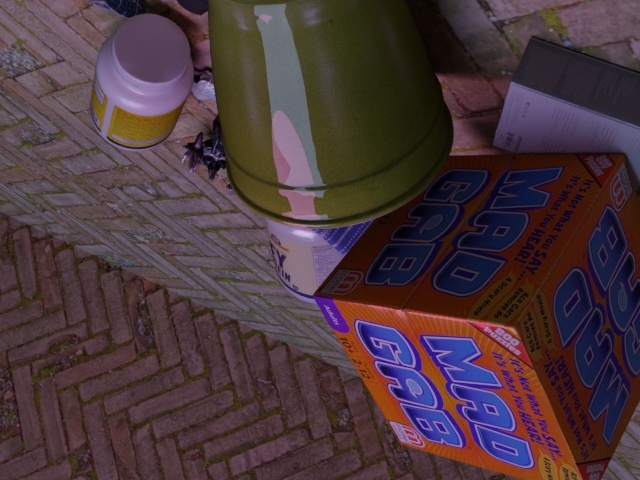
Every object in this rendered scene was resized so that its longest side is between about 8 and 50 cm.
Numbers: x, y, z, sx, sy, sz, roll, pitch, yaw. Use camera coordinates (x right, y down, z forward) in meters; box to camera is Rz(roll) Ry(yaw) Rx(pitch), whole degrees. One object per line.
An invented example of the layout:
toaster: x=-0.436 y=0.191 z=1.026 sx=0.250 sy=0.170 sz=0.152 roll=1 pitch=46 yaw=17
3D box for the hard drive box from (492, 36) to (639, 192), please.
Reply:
hard drive box: x=0.390 y=-0.178 z=1.244 sx=0.232 sy=0.089 sz=0.181 roll=23 pitch=160 yaw=11

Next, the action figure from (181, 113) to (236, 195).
action figure: x=-0.231 y=-0.188 z=1.917 sx=0.164 sy=0.140 sz=0.276 roll=19 pitch=160 yaw=-14

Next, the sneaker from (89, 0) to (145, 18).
sneaker: x=-0.395 y=-0.458 z=1.597 sx=0.135 sy=0.052 sz=0.058 roll=23 pitch=-179 yaw=-7

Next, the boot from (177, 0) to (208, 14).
boot: x=-0.242 y=-0.445 z=1.402 sx=0.198 sy=0.076 sz=0.137 roll=39 pitch=162 yaw=-27

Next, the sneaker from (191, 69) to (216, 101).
sneaker: x=-0.214 y=-0.313 z=1.712 sx=0.152 sy=0.053 sz=0.061 roll=14 pitch=153 yaw=33

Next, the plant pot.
plant pot: x=-0.006 y=-0.269 z=1.209 sx=0.367 sy=0.366 sz=0.352 roll=16 pitch=145 yaw=26

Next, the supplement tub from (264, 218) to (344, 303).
supplement tub: x=0.000 y=-0.040 z=1.808 sx=0.236 sy=0.235 sz=0.324 roll=19 pitch=146 yaw=21

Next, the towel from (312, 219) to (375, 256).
towel: x=0.062 y=-0.111 z=1.616 sx=0.336 sy=0.243 sz=0.040 roll=39 pitch=177 yaw=-30

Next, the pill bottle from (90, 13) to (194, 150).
pill bottle: x=-0.358 y=-0.314 z=1.687 sx=0.188 sy=0.187 sz=0.334 roll=31 pitch=160 yaw=-10

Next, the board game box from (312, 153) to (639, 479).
board game box: x=0.283 y=0.111 z=1.316 sx=0.357 sy=0.356 sz=0.356 roll=5 pitch=135 yaw=44
